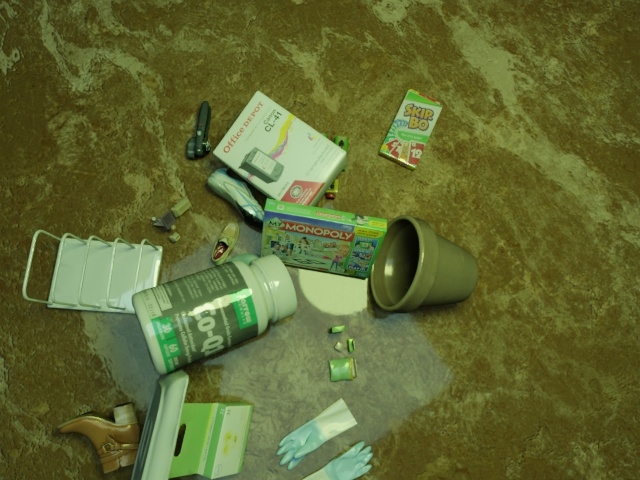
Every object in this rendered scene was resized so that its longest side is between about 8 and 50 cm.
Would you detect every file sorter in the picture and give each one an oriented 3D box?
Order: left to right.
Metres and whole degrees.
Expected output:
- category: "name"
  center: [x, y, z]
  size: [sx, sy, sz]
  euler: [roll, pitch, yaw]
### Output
- category: "file sorter"
  center: [-0.582, 0.084, 1.231]
  size: [0.277, 0.173, 0.193]
  euler: [5, 77, -5]

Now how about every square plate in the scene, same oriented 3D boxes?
- category: "square plate"
  center: [-0.378, 0.465, 1.076]
  size: [0.049, 0.344, 0.347]
  euler: [15, 76, -20]

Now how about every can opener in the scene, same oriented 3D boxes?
- category: "can opener"
  center: [-0.353, -0.331, 1.404]
  size: [0.073, 0.059, 0.186]
  euler: [8, 77, -3]

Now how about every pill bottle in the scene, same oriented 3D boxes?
- category: "pill bottle"
  center: [-0.255, 0.167, 1.164]
  size: [0.361, 0.204, 0.204]
  euler: [-20, 79, -24]

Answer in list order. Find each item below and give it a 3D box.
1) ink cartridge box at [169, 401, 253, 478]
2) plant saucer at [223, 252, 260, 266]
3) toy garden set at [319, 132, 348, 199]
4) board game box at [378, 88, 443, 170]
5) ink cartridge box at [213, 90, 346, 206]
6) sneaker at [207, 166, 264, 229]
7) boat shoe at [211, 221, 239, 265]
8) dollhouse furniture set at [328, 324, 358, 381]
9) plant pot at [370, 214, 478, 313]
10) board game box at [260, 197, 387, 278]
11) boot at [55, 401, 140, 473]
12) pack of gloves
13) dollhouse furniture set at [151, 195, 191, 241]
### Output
- category: "ink cartridge box"
  center: [-0.264, 0.484, 1.145]
  size: [0.056, 0.235, 0.171]
  euler: [3, 75, 28]
- category: "plant saucer"
  center: [-0.204, 0.128, 1.325]
  size: [0.195, 0.037, 0.195]
  euler: [1, 78, -5]
- category: "toy garden set"
  center: [-0.043, -0.238, 1.416]
  size: [0.244, 0.049, 0.204]
  euler: [7, 77, -4]
- category: "board game box"
  center: [0.289, -0.357, 1.484]
  size: [0.124, 0.039, 0.259]
  euler: [25, 74, 0]
- category: "ink cartridge box"
  center: [-0.109, -0.232, 1.329]
  size: [0.306, 0.131, 0.226]
  euler: [36, 89, 4]
- category: "sneaker"
  center: [-0.218, -0.119, 1.358]
  size: [0.237, 0.085, 0.086]
  euler: [43, 70, 2]
- category: "boat shoe"
  center: [-0.270, 0.006, 1.342]
  size: [0.050, 0.045, 0.135]
  euler: [21, 76, -1]
- category: "dollhouse furniture set"
  center: [0.060, 0.312, 1.296]
  size: [0.076, 0.058, 0.152]
  euler: [-6, 78, -6]
- category: "plant pot"
  center: [0.295, 0.078, 1.294]
  size: [0.229, 0.263, 0.263]
  euler: [11, 76, -21]
- category: "board game box"
  center: [0.000, 0.000, 1.285]
  size: [0.317, 0.213, 0.046]
  euler: [10, 50, -3]
- category: "boot"
  center: [-0.557, 0.508, 1.190]
  size: [0.197, 0.073, 0.152]
  euler: [-11, 83, -5]
- category: "pack of gloves"
  center: [0.015, 0.567, 1.241]
  size: [0.232, 0.046, 0.195]
  euler: [-31, 81, -11]
- category: "dollhouse furniture set"
  center: [-0.424, -0.067, 1.364]
  size: [0.081, 0.091, 0.114]
  euler: [7, 45, 37]
